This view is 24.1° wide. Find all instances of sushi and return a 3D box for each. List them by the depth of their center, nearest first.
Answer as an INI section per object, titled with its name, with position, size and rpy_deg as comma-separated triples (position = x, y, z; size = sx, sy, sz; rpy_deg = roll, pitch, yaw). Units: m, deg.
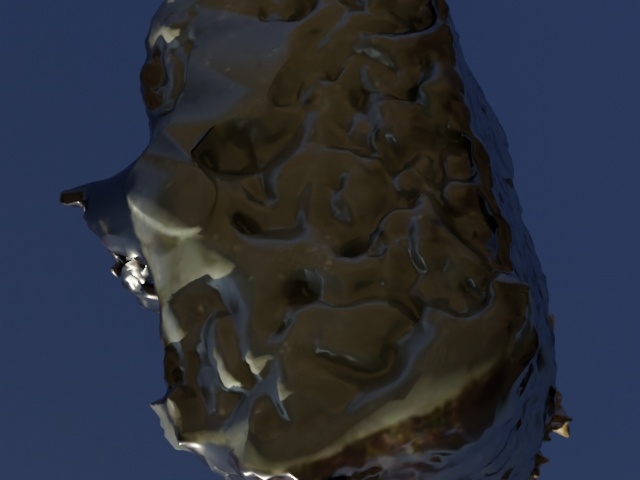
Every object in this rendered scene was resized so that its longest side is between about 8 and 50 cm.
[sushi]
position = 0.000, 0.000, 0.816
size = 0.234, 0.207, 0.348
rpy_deg = -14, -119, 14
